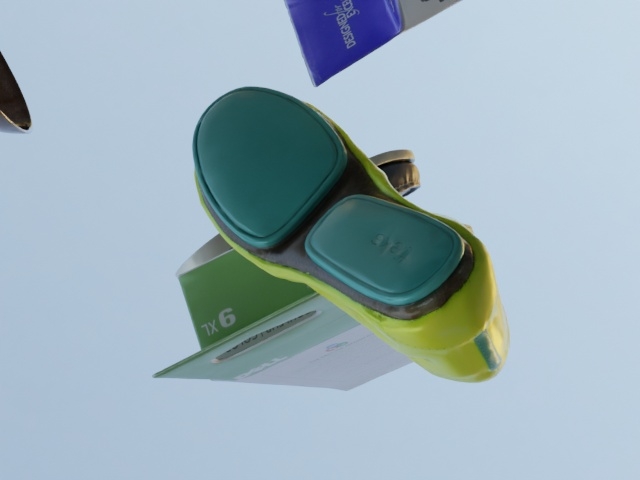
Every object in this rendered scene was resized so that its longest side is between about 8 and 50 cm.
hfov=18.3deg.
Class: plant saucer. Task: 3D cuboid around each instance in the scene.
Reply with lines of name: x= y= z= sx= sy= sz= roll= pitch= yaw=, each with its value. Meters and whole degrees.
plant saucer: x=-0.295 y=-0.160 z=1.556 sx=0.198 sy=0.036 sz=0.198 roll=58 pitch=-175 yaw=-8

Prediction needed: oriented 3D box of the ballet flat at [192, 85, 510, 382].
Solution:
ballet flat: x=0.013 y=0.002 z=0.909 sx=0.077 sy=0.077 sz=0.231 roll=51 pitch=173 yaw=-37

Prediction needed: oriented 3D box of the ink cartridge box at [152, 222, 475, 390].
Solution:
ink cartridge box: x=0.001 y=0.028 z=1.027 sx=0.209 sy=0.109 sz=0.062 roll=11 pitch=-123 yaw=-61

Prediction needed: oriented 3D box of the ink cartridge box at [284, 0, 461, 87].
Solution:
ink cartridge box: x=0.059 y=-0.190 z=0.956 sx=0.045 sy=0.208 sz=0.206 roll=53 pitch=-169 yaw=-37

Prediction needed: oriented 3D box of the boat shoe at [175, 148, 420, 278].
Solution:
boat shoe: x=0.000 y=0.000 z=1.518 sx=0.254 sy=0.095 sz=0.079 roll=-28 pitch=-100 yaw=-48
